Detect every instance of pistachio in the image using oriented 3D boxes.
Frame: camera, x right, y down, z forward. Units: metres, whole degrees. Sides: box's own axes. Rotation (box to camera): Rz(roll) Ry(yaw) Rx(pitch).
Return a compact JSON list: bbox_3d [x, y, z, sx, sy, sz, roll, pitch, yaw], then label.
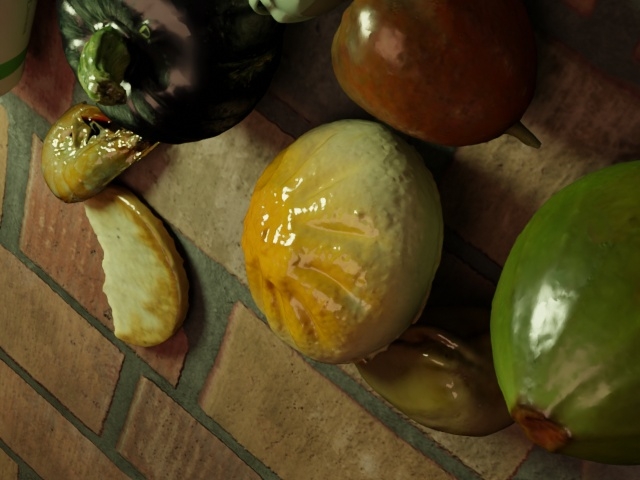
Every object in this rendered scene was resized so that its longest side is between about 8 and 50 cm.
[{"bbox_3d":[0.156,0.157,1.221,0.213,0.162,0.260,31,168,-27],"label":"pistachio"}]

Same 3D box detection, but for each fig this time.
[{"bbox_3d":[0.299,0.085,0.935,0.316,0.316,0.316,21,128,29],"label":"fig"}]

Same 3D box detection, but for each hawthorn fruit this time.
[{"bbox_3d":[0.138,-0.183,1.004,0.251,0.199,0.199,42,138,-10],"label":"hawthorn fruit"}]

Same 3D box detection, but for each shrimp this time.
[{"bbox_3d":[-0.341,-0.156,1.513,0.287,0.063,0.152,-24,73,35],"label":"shrimp"}]

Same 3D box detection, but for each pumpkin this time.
[{"bbox_3d":[-0.206,-0.250,1.180,0.296,0.296,0.295,21,128,29],"label":"pumpkin"}]

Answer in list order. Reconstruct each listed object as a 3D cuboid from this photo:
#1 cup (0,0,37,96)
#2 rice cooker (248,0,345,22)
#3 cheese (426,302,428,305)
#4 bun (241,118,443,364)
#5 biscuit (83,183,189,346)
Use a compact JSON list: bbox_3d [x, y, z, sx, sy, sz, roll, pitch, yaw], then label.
[{"bbox_3d":[-0.523,-0.358,1.423,0.253,0.253,0.274,42,144,12],"label":"cup"},{"bbox_3d":[-0.001,-0.328,1.050,0.206,0.145,0.127,-37,83,37],"label":"rice cooker"},{"bbox_3d":[0.100,0.066,1.291,0.084,0.041,0.060,-21,109,29],"label":"cheese"},{"bbox_3d":[0.000,0.000,1.156,0.299,0.165,0.298,-16,72,57],"label":"bun"},{"bbox_3d":[-0.297,0.046,1.614,0.205,0.040,0.308,12,122,36],"label":"biscuit"}]
